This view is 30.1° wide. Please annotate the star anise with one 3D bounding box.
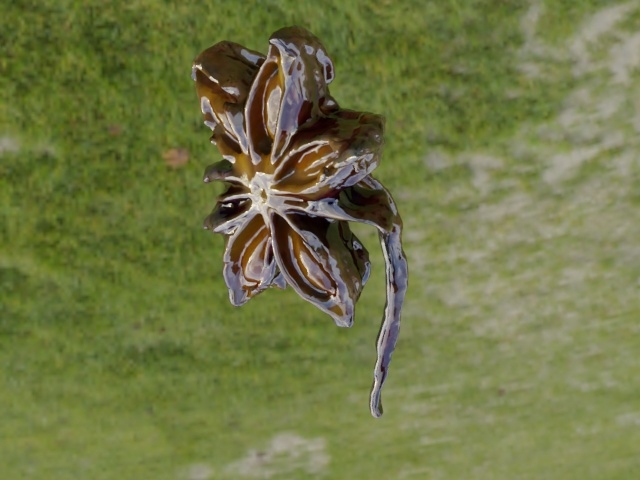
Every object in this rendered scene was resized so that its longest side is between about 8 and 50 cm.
[{"bbox_3d":[0.000,0.000,0.499,0.097,0.070,0.190,12,122,34],"label":"star anise"}]
